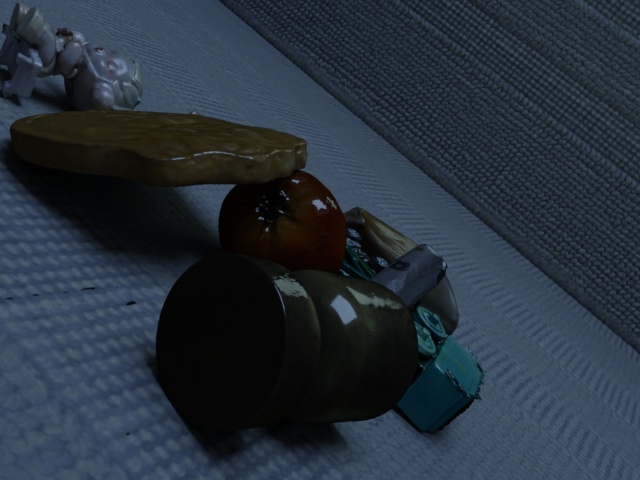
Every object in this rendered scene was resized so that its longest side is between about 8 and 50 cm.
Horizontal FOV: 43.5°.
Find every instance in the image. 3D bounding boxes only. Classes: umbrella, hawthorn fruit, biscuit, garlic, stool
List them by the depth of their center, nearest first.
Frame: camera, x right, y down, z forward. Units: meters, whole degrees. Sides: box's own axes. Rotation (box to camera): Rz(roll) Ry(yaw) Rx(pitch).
[{"bbox_3d":[-0.027,0.118,0.904,0.264,0.179,0.179,13,29,-53],"label":"stool"},{"bbox_3d":[-0.218,-0.143,1.129,0.365,0.062,0.385,13,16,22],"label":"biscuit"},{"bbox_3d":[0.080,0.096,1.182,0.073,0.067,0.337,43,43,15],"label":"umbrella"},{"bbox_3d":[-0.047,0.004,1.230,0.196,0.196,0.225,49,-9,35],"label":"hawthorn fruit"},{"bbox_3d":[0.149,0.051,1.514,0.318,0.112,0.143,40,-2,-20],"label":"garlic"}]

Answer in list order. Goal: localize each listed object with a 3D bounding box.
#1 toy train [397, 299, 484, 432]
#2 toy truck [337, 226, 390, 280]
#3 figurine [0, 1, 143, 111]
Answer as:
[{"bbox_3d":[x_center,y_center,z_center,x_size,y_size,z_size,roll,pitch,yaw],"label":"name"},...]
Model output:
[{"bbox_3d":[0.160,0.194,1.220,0.163,0.112,0.203,47,19,6],"label":"toy train"},{"bbox_3d":[0.035,0.053,1.341,0.116,0.110,0.216,19,23,-37],"label":"toy truck"},{"bbox_3d":[-0.386,-0.262,1.294,0.256,0.144,0.182,19,4,-42],"label":"figurine"}]
